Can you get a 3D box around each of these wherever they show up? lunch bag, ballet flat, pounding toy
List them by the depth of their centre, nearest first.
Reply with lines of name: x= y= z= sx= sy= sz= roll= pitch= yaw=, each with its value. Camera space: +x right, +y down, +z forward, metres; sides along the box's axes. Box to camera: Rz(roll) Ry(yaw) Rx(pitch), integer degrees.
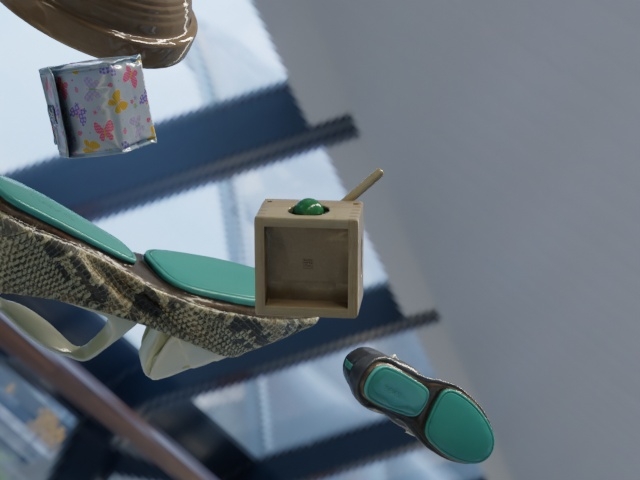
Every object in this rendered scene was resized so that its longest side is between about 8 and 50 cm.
lunch bag: x=-0.171 y=-0.097 z=1.110 sx=0.083 sy=0.053 sz=0.071 roll=0 pitch=-75 yaw=34
ballet flat: x=0.095 y=0.161 z=1.504 sx=0.203 sy=0.074 sz=0.074 roll=34 pitch=-4 yaw=-36
pounding toy: x=0.000 y=0.000 z=1.614 sx=0.130 sy=0.141 sz=0.100 roll=2 pitch=17 yaw=6
ballet flat: x=-0.237 y=0.071 z=1.829 sx=0.483 sy=0.182 sz=0.164 roll=20 pitch=13 yaw=-30

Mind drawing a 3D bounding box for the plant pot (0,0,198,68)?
plant pot: x=-0.220 y=-0.285 z=1.528 sx=0.237 sy=0.109 sz=0.237 roll=25 pitch=26 yaw=-13
